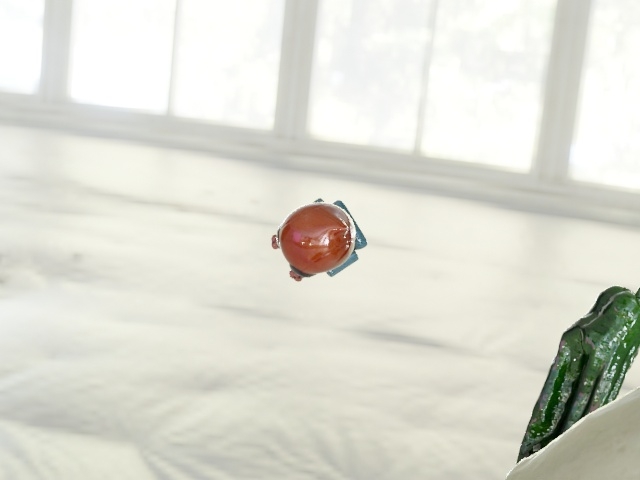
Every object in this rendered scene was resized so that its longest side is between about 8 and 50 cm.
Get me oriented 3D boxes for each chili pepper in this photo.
[{"bbox_3d":[0.266,0.142,1.670,0.074,0.257,0.100,24,-177,-19],"label":"chili pepper"}]

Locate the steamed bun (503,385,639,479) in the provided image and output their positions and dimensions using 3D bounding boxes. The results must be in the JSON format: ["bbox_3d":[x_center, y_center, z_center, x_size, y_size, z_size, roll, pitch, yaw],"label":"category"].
[{"bbox_3d":[0.208,0.146,0.784,0.238,0.170,0.152,-29,-134,1],"label":"steamed bun"}]

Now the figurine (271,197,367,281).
[{"bbox_3d":[0.000,0.000,1.456,0.075,0.068,0.140,-31,-179,-6],"label":"figurine"}]
